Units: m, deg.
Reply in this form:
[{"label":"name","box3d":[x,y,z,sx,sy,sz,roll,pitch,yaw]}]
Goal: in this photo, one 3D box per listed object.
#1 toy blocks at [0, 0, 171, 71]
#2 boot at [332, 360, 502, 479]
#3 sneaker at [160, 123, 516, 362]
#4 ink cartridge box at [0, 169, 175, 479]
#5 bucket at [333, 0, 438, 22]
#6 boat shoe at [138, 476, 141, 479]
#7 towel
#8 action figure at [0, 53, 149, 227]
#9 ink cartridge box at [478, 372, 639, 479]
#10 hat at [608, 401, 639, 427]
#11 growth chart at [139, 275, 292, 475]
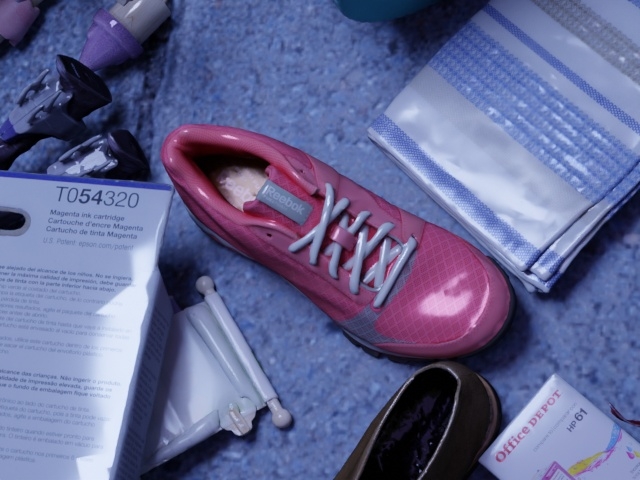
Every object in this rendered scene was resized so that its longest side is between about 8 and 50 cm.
[{"label":"toy blocks","box3d":[-0.320,-0.214,1.075,0.260,0.288,0.309,-46,70,-6]},{"label":"boot","box3d":[0.024,0.219,0.944,0.112,0.115,0.305,29,87,19]},{"label":"sneaker","box3d":[-0.001,0.000,0.998,0.314,0.136,0.116,27,86,21]},{"label":"ink cartridge box","box3d":[-0.289,0.104,1.015,0.324,0.071,0.330,5,66,12]},{"label":"bucket","box3d":[0.067,-0.314,0.997,0.281,0.281,0.183,-35,77,5]},{"label":"boat shoe","box3d":[-0.217,0.212,1.057,0.142,0.040,0.049,-12,72,14]},{"label":"towel","box3d":[0.198,-0.120,1.027,0.285,0.034,0.209,-46,66,-1]},{"label":"action figure","box3d":[-0.298,-0.041,1.121,0.285,0.099,0.185,-32,83,11]},{"label":"ink cartridge box","box3d":[0.190,0.170,0.940,0.122,0.052,0.088,41,90,23]},{"label":"hat","box3d":[0.329,0.131,0.836,0.208,0.183,0.173,-35,69,5]},{"label":"growth chart","box3d":[-0.164,0.122,1.051,0.237,0.021,0.172,-24,67,-5]}]
